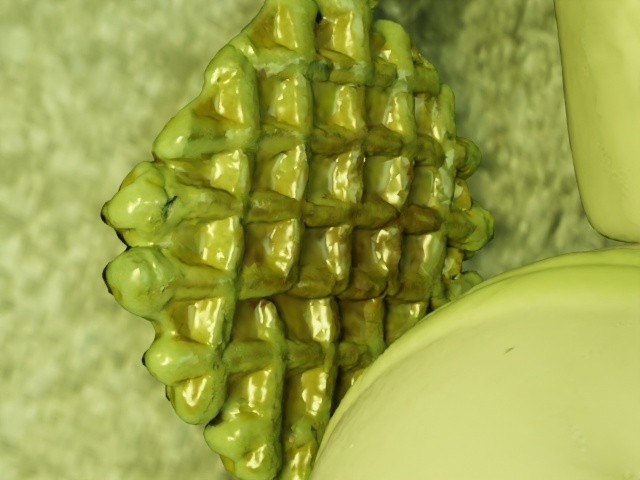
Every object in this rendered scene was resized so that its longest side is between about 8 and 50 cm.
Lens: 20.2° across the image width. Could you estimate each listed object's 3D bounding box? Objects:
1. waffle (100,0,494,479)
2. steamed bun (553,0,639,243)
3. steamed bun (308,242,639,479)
[{"bbox_3d":[0.000,0.000,0.677,0.183,0.036,0.169,-52,125,-27],"label":"waffle"},{"bbox_3d":[0.321,-0.171,0.725,0.290,0.456,0.371,-41,125,-72],"label":"steamed bun"},{"bbox_3d":[0.119,0.140,0.643,0.309,0.309,0.309,-2,93,-42],"label":"steamed bun"}]
